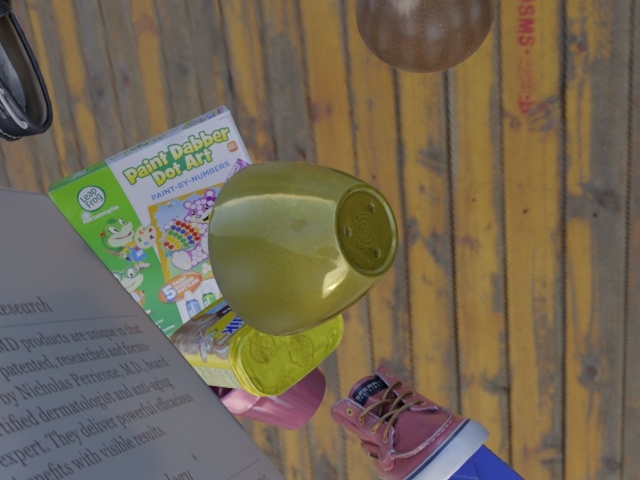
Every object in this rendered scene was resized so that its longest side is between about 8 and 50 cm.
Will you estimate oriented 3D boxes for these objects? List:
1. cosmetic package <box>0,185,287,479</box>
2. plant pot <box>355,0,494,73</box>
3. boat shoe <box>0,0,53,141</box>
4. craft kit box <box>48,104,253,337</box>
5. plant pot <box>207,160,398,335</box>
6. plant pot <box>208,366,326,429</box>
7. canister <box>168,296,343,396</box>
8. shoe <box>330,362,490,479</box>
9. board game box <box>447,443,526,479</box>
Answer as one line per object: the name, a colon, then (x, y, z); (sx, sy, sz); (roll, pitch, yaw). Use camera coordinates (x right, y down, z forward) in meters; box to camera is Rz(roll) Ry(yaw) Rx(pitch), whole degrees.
cosmetic package: (-0.249, 0.203, 0.597); (0.329, 0.327, 0.393); (-45, 79, 9)
plant pot: (0.150, -0.387, 1.347); (0.215, 0.215, 0.230); (51, 176, 14)
boat shoe: (-0.164, -0.106, 0.444); (0.038, 0.046, 0.125); (-1, 117, 22)
craft kit box: (-0.183, -0.014, 1.213); (0.246, 0.250, 0.061); (65, 175, -17)
plant pot: (0.000, 0.000, 0.680); (0.095, 0.134, 0.134); (-10, 101, 43)
plant pot: (-0.098, 0.255, 1.727); (0.180, 0.201, 0.201); (35, 144, -26)
canister: (-0.074, 0.103, 0.974); (0.170, 0.126, 0.073); (-7, 115, 54)
shoe: (0.052, 0.127, 0.634); (0.081, 0.063, 0.178); (48, 164, 7)
board game box: (0.242, 0.512, 1.574); (0.232, 0.141, 0.291); (39, 130, 19)
